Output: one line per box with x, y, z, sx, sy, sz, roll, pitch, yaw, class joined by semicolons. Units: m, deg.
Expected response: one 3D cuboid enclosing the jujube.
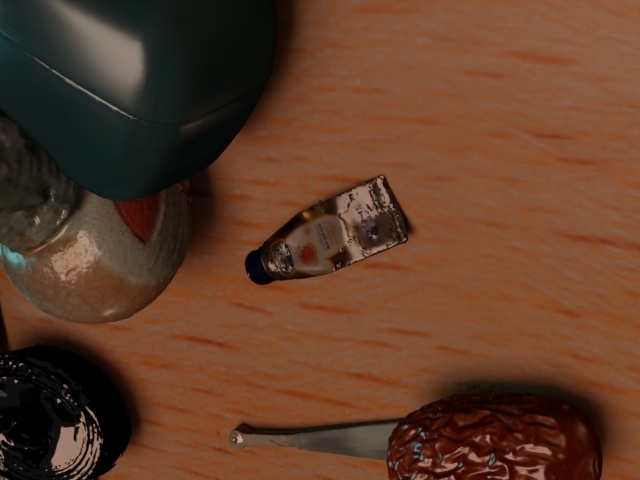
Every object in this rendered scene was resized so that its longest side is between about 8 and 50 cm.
0.144;0.184;0.805;0.176;0.109;0.112;-13;103;20;jujube

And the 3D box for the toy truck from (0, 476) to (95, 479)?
-0.346;0.342;1.199;0.135;0.114;0.270;-20;101;38;toy truck

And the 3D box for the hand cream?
0.000;0.000;0.849;0.163;0.039;0.062;-25;84;36;hand cream

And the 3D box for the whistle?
-0.230;-0.040;0.828;0.189;0.348;0.189;-14;62;27;whistle

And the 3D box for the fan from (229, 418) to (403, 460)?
0.022;0.191;0.947;0.282;0.023;0.057;-4;113;32;fan

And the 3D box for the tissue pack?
-0.180;-0.189;0.755;0.287;0.198;0.206;38;130;13;tissue pack

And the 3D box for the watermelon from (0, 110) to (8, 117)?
-0.380;-0.149;0.905;0.215;0.188;0.188;36;132;-19;watermelon

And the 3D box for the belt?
-0.316;0.200;1.096;0.198;0.078;0.151;25;97;16;belt
